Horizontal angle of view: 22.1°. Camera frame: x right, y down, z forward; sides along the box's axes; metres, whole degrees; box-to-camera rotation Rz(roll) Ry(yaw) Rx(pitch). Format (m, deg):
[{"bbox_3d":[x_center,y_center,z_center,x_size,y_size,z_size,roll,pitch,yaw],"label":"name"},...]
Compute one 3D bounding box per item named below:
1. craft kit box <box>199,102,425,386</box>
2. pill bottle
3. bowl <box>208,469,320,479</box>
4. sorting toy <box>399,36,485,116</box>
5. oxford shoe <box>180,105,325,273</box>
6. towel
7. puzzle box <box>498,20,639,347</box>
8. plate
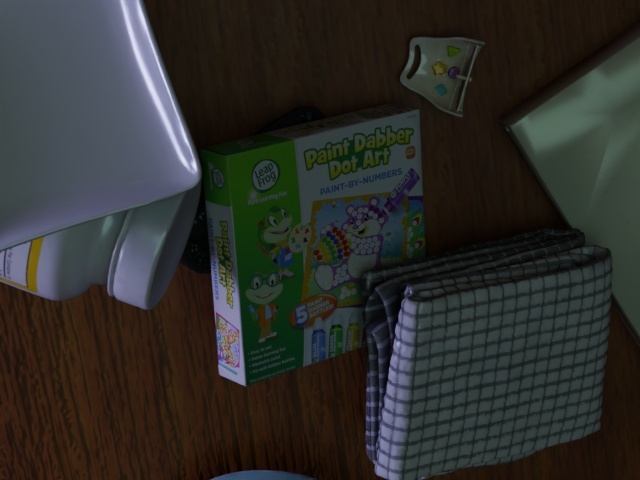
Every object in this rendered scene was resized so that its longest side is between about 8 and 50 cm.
[{"bbox_3d":[0.000,0.000,1.706,0.250,0.061,0.247,-17,109,-34],"label":"craft kit box"},{"bbox_3d":[-0.293,-0.055,1.576,0.334,0.188,0.188,20,100,3],"label":"pill bottle"},{"bbox_3d":[-0.058,0.419,1.744,0.311,0.163,0.311,4,112,9],"label":"bowl"},{"bbox_3d":[0.126,-0.183,1.750,0.075,0.045,0.083,15,101,-7],"label":"sorting toy"},{"bbox_3d":[-0.086,-0.066,1.715,0.227,0.096,0.083,-42,123,-20],"label":"oxford shoe"},{"bbox_3d":[0.171,0.122,1.754,0.283,0.121,0.235,-11,119,-26],"label":"towel"},{"bbox_3d":[0.413,-0.043,1.834,0.272,0.052,0.409,-34,108,-2],"label":"puzzle box"},{"bbox_3d":[-0.275,-0.134,1.462,0.277,0.045,0.278,-19,86,-5],"label":"plate"}]
